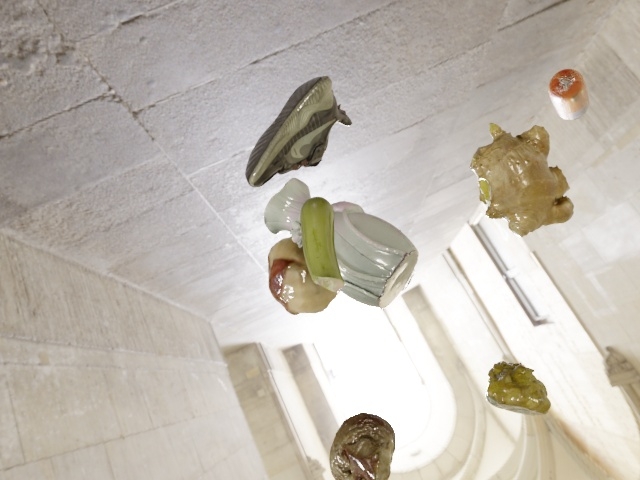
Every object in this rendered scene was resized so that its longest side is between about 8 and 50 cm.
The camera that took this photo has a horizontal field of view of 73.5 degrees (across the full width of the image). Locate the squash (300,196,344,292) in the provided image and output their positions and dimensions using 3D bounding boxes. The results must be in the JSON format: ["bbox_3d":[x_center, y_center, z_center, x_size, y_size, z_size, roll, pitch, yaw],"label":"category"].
[{"bbox_3d":[0.000,0.000,0.982,0.084,0.249,0.083,-5,143,-4],"label":"squash"}]

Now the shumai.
[{"bbox_3d":[0.085,0.398,0.814,0.139,0.123,0.105,-50,166,-31],"label":"shumai"}]

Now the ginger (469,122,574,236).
[{"bbox_3d":[0.348,-0.115,0.756,0.157,0.215,0.102,-23,173,3],"label":"ginger"}]

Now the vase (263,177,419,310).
[{"bbox_3d":[0.047,-0.004,1.207,0.250,0.446,0.249,-39,148,-30],"label":"vase"}]

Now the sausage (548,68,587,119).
[{"bbox_3d":[0.710,-0.419,1.227,0.093,0.092,0.312,-37,163,30],"label":"sausage"}]

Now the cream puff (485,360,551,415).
[{"bbox_3d":[0.463,0.343,1.009,0.147,0.116,0.146,12,153,6],"label":"cream puff"}]

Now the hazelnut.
[{"bbox_3d":[-0.047,0.109,1.353,0.262,0.261,0.241,-21,150,-19],"label":"hazelnut"}]

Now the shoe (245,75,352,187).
[{"bbox_3d":[-0.033,-0.171,0.741,0.112,0.099,0.227,35,88,-29],"label":"shoe"}]
